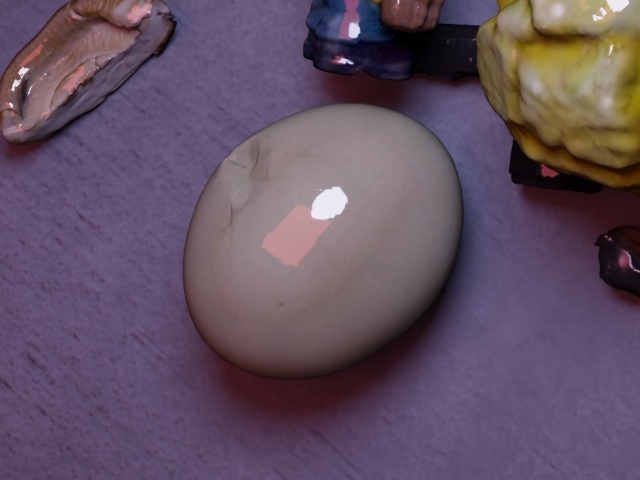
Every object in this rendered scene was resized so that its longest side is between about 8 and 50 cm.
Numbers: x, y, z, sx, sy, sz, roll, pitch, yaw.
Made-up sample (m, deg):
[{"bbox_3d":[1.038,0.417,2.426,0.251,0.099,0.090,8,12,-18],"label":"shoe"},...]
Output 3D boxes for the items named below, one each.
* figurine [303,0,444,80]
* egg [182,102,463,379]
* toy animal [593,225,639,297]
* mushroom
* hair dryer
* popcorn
[{"bbox_3d":[0.038,-0.308,1.426,0.204,0.185,0.332,20,101,-17],"label":"figurine"},{"bbox_3d":[0.000,0.000,1.479,0.269,0.219,0.219,-38,75,3],"label":"egg"},{"bbox_3d":[0.374,0.096,1.380,0.168,0.106,0.343,-40,68,25],"label":"toy animal"},{"bbox_3d":[-0.235,-0.180,1.663,0.210,0.072,0.094,-41,76,14],"label":"mushroom"},{"bbox_3d":[0.151,-0.154,1.501,0.251,0.089,0.197,11,96,33],"label":"hair dryer"},{"bbox_3d":[0.290,-0.172,1.273,0.293,0.334,0.292,44,144,22],"label":"popcorn"}]
